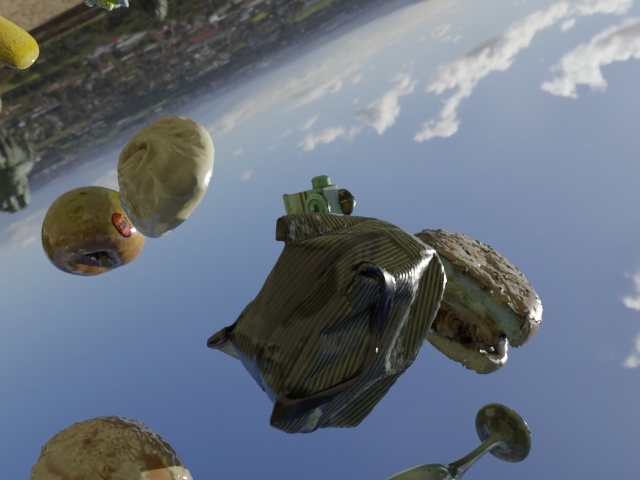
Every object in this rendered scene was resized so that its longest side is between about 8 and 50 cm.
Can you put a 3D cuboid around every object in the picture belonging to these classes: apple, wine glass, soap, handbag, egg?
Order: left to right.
[{"bbox_3d":[-0.598,-0.383,1.141,0.033,0.168,0.089,-27,-145,41],"label":"soap"},{"bbox_3d":[-0.574,-0.022,1.582,0.261,0.194,0.261,-17,152,-9],"label":"apple"},{"bbox_3d":[-0.258,0.336,0.784,0.203,0.245,0.203,-35,156,-18],"label":"egg"},{"bbox_3d":[0.007,0.116,0.933,0.247,0.240,0.340,40,-75,37],"label":"handbag"},{"bbox_3d":[0.232,0.356,0.816,0.310,0.096,0.264,-17,-151,-42],"label":"wine glass"}]

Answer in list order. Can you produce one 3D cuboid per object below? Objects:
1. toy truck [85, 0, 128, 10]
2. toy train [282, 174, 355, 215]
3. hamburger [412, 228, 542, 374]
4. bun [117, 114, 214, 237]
[{"bbox_3d":[-0.340,-0.413,0.974,0.077,0.111,0.076,-13,179,-7],"label":"toy truck"},{"bbox_3d":[0.000,0.000,1.420,0.177,0.285,0.116,-8,-173,43],"label":"toy train"},{"bbox_3d":[0.303,0.111,1.335,0.195,0.318,0.277,-59,168,26],"label":"hamburger"},{"bbox_3d":[-0.232,-0.096,0.879,0.183,0.102,0.183,-29,-133,37],"label":"bun"}]
